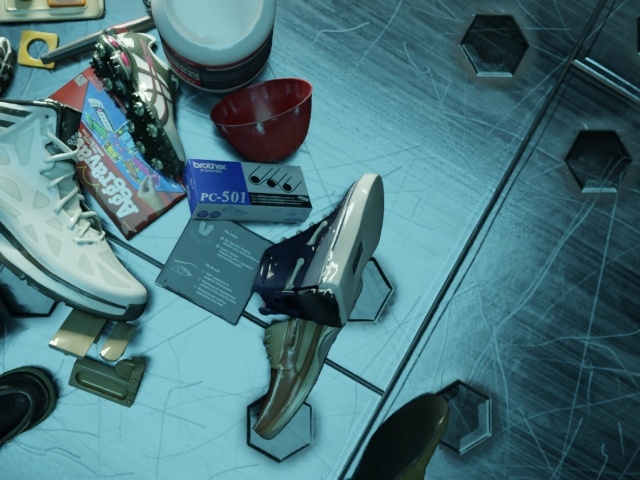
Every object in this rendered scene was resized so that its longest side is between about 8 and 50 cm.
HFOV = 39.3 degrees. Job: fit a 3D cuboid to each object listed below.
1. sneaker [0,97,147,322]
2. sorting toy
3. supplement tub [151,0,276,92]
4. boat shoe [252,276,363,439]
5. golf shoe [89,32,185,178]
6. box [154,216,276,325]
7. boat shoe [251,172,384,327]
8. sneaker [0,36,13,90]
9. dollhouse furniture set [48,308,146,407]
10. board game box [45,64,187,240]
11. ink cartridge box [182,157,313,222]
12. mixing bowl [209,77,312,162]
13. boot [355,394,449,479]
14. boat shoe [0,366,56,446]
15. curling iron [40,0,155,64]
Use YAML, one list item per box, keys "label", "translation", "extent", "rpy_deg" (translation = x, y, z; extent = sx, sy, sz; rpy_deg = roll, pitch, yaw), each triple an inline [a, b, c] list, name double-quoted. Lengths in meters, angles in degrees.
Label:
- label: "sneaker"
  translation: [-0.428, -0.076, 1.467]
  extent: [0.447, 0.169, 0.257]
  rpy_deg: [36, 96, 0]
- label: "sorting toy"
  translation: [-0.485, -0.475, 1.566]
  extent: [0.196, 0.047, 0.348]
  rpy_deg: [-5, 87, -6]
- label: "supplement tub"
  translation: [-0.172, -0.354, 1.475]
  extent: [0.191, 0.272, 0.191]
  rpy_deg: [0, 86, -5]
- label: "boat shoe"
  translation: [-0.042, 0.182, 1.538]
  extent: [0.116, 0.123, 0.324]
  rpy_deg: [27, 74, 2]
- label: "golf shoe"
  translation: [-0.283, -0.240, 1.534]
  extent: [0.120, 0.105, 0.273]
  rpy_deg: [-24, 85, -35]
- label: "box"
  translation: [-0.176, 0.042, 1.540]
  extent: [0.156, 0.093, 0.158]
  rpy_deg: [29, 85, -3]
- label: "boat shoe"
  translation: [0.000, 0.000, 1.499]
  extent: [0.158, 0.340, 0.127]
  rpy_deg: [3, 128, 19]
- label: "sneaker"
  translation: [-0.584, -0.274, 1.534]
  extent: [0.071, 0.068, 0.170]
  rpy_deg: [26, 89, 5]
- label: "dollhouse furniture set"
  translation: [-0.369, 0.217, 1.465]
  extent: [0.144, 0.123, 0.151]
  rpy_deg: [22, 117, -4]
- label: "board game box"
  translation: [-0.367, -0.153, 1.568]
  extent: [0.145, 0.027, 0.281]
  rpy_deg: [-39, 90, -5]
- label: "ink cartridge box"
  translation: [-0.123, -0.083, 1.523]
  extent: [0.207, 0.046, 0.097]
  rpy_deg: [2, 53, -25]
- label: "mixing bowl"
  translation: [-0.090, -0.198, 1.542]
  extent: [0.181, 0.181, 0.098]
  rpy_deg: [-20, 121, -6]
- label: "boot"
  translation: [0.139, 0.411, 1.561]
  extent: [0.115, 0.112, 0.305]
  rpy_deg: [42, 78, -32]
- label: "boat shoe"
  translation: [-0.607, 0.323, 1.463]
  extent: [0.355, 0.130, 0.132]
  rpy_deg: [-35, 90, -7]
- label: "curling iron"
  translation: [-0.365, -0.376, 1.575]
  extent: [0.274, 0.035, 0.068]
  rpy_deg: [-31, 97, -8]
